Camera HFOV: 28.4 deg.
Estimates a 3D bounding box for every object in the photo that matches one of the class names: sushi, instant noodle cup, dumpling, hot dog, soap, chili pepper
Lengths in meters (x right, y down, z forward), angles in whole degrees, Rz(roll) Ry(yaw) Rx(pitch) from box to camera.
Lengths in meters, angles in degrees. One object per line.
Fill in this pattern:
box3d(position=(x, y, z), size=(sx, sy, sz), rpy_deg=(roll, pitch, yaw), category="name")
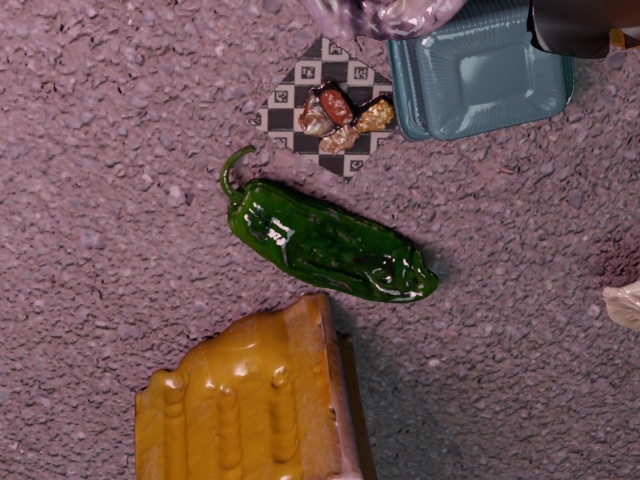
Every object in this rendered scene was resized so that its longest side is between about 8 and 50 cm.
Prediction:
box3d(position=(0.013, -0.121, 1.240), size=(0.126, 0.026, 0.120), rpy_deg=(30, 118, -21), category="sushi")
box3d(position=(0.154, -0.166, 1.183), size=(0.179, 0.070, 0.157), rpy_deg=(-13, 122, 0), category="instant noodle cup")
box3d(position=(0.393, 0.067, 1.346), size=(0.181, 0.111, 0.155), rpy_deg=(19, 155, 12), category="dumpling")
box3d(position=(0.325, -0.245, 1.118), size=(0.326, 0.107, 0.194), rpy_deg=(1, 105, -12), category="hot dog")
box3d(position=(-0.066, 0.218, 1.312), size=(0.259, 0.281, 0.143), rpy_deg=(-31, 122, 16), category="soap")
box3d(position=(0.002, 0.000, 1.298), size=(0.257, 0.074, 0.100), rpy_deg=(22, 117, -22), category="chili pepper")

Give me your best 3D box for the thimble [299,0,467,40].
box3d(position=(0.046, -0.297, 1.045), size=(0.217, 0.157, 0.246), rpy_deg=(1, 124, -3), category="thimble")
